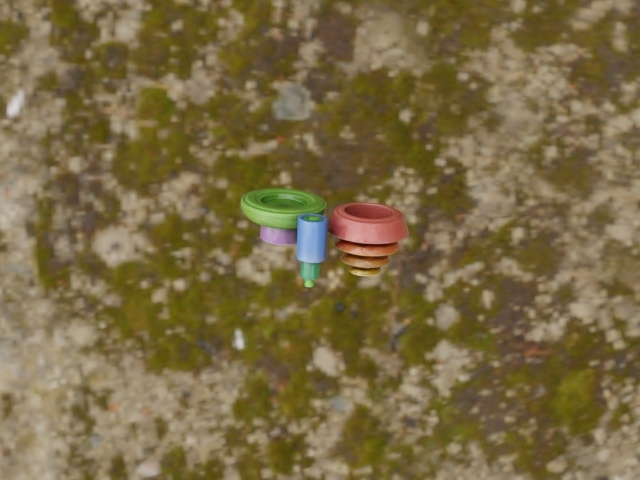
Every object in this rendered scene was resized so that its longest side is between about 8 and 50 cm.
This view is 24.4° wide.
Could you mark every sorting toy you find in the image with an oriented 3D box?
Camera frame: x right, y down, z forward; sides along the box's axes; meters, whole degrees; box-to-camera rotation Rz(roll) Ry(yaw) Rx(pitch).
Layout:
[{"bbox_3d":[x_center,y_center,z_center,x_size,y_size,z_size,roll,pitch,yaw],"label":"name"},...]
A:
[{"bbox_3d":[0.000,0.000,0.871,0.102,0.061,0.042,9,110,14],"label":"sorting toy"}]
